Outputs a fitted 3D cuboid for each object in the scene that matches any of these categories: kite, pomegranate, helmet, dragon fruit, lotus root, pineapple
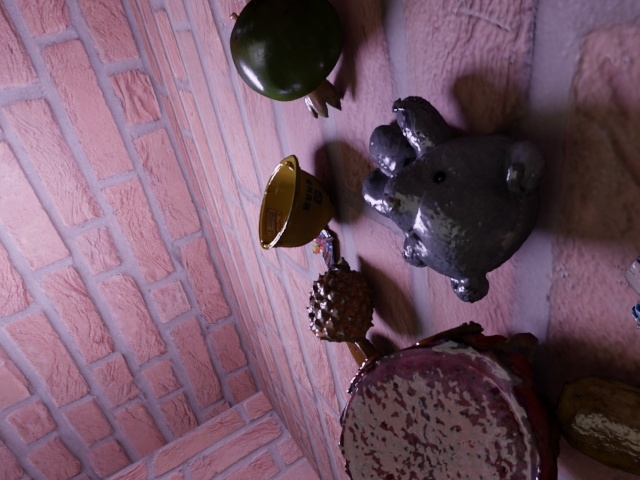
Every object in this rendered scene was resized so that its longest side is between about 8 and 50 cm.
[{"bbox_3d":[0.000,0.000,1.152,0.241,0.014,0.183,62,161,9],"label":"kite"},{"bbox_3d":[-0.040,-0.302,0.748,0.225,0.187,0.187,47,174,-39],"label":"pomegranate"},{"bbox_3d":[-0.043,-0.071,1.010,0.257,0.140,0.205,-30,52,59],"label":"helmet"},{"bbox_3d":[0.222,0.281,0.658,0.314,0.263,0.296,-29,65,29],"label":"dragon fruit"},{"bbox_3d":[0.349,0.205,0.475,0.108,0.094,0.191,36,163,-23],"label":"lotus root"},{"bbox_3d":[0.047,0.132,1.011,0.166,0.166,0.192,167,109,-68],"label":"pineapple"}]

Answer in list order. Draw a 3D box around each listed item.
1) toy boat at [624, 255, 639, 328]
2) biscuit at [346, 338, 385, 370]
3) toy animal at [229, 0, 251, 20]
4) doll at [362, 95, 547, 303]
[{"bbox_3d":[0.330,0.088,0.360,0.084,0.066,0.210,58,-171,-51],"label":"toy boat"},{"bbox_3d":[0.196,0.371,1.023,0.432,0.064,0.283,53,164,32],"label":"biscuit"},{"bbox_3d":[-0.129,-0.459,0.922,0.099,0.057,0.241,61,157,-8],"label":"toy animal"},{"bbox_3d":[0.128,-0.062,0.604,0.340,0.158,0.245,40,135,52],"label":"doll"}]
